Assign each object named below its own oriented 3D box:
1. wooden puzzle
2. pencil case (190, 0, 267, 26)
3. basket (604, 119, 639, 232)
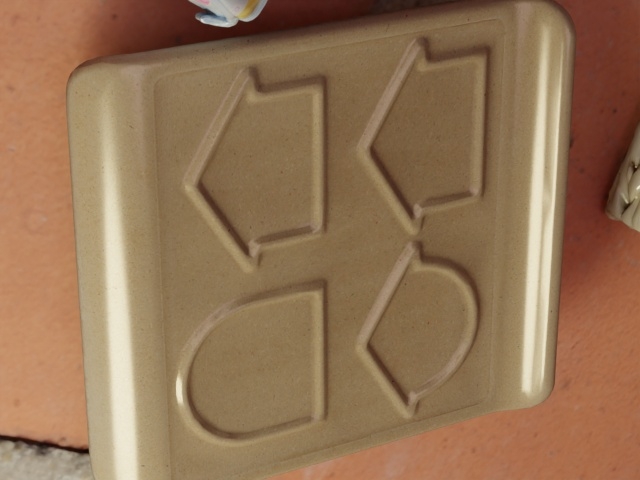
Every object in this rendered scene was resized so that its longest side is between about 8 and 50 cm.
[{"bbox_3d":[0.000,0.000,1.176,0.347,0.080,0.322,-10,116,-21],"label":"wooden puzzle"},{"bbox_3d":[-0.010,-0.258,1.024,0.273,0.113,0.124,-48,122,-3],"label":"pencil case"},{"bbox_3d":[0.444,-0.092,1.275,0.328,0.266,0.331,11,106,-34],"label":"basket"}]
